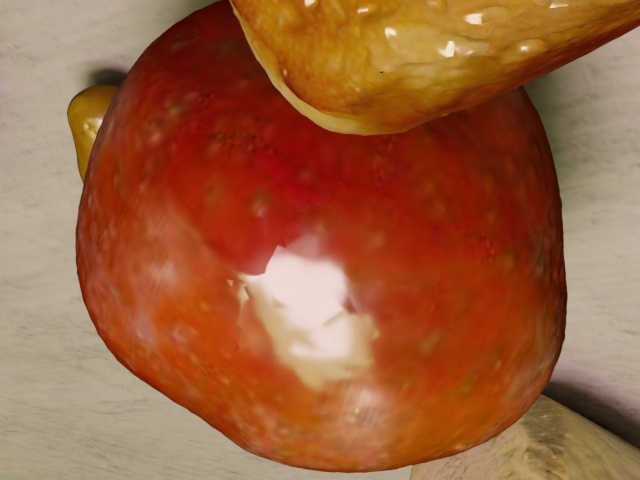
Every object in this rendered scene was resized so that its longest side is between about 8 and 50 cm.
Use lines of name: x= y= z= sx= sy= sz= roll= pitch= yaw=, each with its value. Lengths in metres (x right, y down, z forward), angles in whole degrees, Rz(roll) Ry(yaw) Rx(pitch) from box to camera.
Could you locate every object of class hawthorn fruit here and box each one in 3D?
hawthorn fruit: x=0.000 y=0.000 z=0.594 sx=0.285 sy=0.284 sz=0.284 roll=11 pitch=143 yaw=8

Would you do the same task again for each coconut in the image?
coconut: x=0.198 y=0.265 z=0.897 sx=0.244 sy=0.239 sz=0.239 roll=34 pitch=140 yaw=-22

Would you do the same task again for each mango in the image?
mango: x=-0.138 y=-0.064 z=0.740 sx=0.080 sy=0.060 sz=0.114 roll=-4 pitch=135 yaw=22

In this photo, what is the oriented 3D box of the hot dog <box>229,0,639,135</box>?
hot dog: x=0.128 y=-0.184 z=0.344 sx=0.405 sy=0.223 sz=0.185 roll=-23 pitch=90 yaw=55
